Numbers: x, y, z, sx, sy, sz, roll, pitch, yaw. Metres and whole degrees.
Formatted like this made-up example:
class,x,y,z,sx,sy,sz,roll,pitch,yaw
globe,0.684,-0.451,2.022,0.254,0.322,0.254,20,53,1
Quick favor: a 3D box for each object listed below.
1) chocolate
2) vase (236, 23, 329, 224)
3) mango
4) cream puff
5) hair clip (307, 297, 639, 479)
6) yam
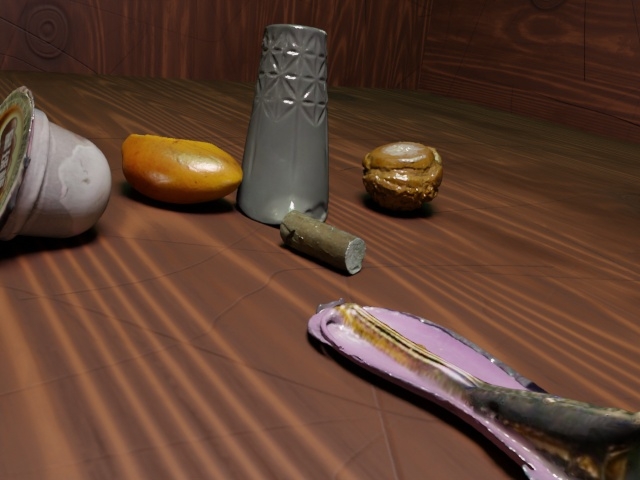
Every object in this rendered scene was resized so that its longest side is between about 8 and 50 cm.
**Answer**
class,x,y,z,sx,sy,sz,roll,pitch,yaw
chocolate,-0.350,-0.069,0.731,0.221,0.221,0.147,29,2,44
vase,-0.055,-0.191,0.954,0.156,0.301,0.251,2,13,-15
mango,-0.223,-0.112,0.933,0.217,0.102,0.141,11,11,19
cream puff,0.149,-0.113,1.044,0.150,0.115,0.165,14,30,34
hair clip,0.126,0.123,0.519,0.110,0.096,0.358,-44,35,-19
yam,0.000,0.000,0.791,0.132,0.054,0.054,24,27,35
